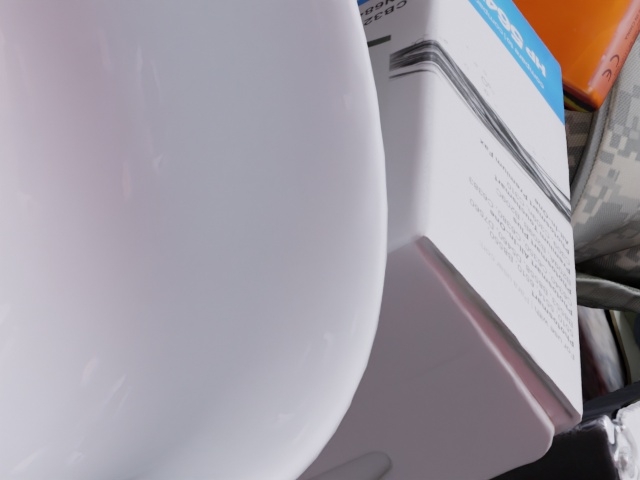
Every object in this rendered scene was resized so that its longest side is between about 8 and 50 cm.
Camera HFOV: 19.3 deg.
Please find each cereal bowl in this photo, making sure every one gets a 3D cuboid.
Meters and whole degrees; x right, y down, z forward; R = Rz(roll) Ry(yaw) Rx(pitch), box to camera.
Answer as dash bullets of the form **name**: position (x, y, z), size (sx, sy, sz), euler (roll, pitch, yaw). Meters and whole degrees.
- **cereal bowl**: position (-0.129, -0.076, 0.429), size (0.339, 0.141, 0.339), euler (42, 35, -40)

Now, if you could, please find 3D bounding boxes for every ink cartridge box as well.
- **ink cartridge box**: position (0.000, 0.000, 0.617), size (0.086, 0.148, 0.203), euler (50, 24, -25)

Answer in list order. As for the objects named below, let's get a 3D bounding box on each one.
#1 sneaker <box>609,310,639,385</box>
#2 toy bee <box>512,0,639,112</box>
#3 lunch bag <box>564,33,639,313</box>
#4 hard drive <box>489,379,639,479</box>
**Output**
- **sneaker**: position (0.220, 0.060, 1.082), size (0.064, 0.086, 0.192), euler (47, 26, -30)
- **toy bee**: position (-0.008, -0.149, 0.767), size (0.298, 0.195, 0.162), euler (49, -1, -1)
- **lunch bag**: position (0.155, -0.087, 0.918), size (0.305, 0.212, 0.256), euler (11, 74, -45)
- **hard drive**: position (0.180, 0.175, 0.836), size (0.339, 0.064, 0.237), euler (-2, 78, -66)
